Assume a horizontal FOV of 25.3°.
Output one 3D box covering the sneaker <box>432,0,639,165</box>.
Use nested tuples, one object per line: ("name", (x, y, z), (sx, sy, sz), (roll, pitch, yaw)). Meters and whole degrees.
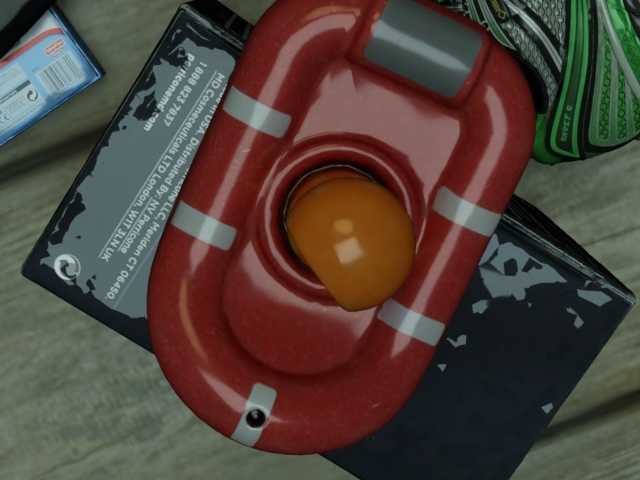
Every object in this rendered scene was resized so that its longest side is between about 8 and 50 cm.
("sneaker", (0.122, -0.202, 0.942), (0.146, 0.134, 0.343), (-29, 101, 5))

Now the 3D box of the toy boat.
("toy boat", (0.009, -0.005, 0.668), (0.151, 0.151, 0.231), (24, 99, -6))

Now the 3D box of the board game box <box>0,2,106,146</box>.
("board game box", (-0.276, -0.157, 0.988), (0.160, 0.039, 0.211), (-34, 100, 5))

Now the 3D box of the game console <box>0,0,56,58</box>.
("game console", (-0.221, -0.359, 0.926), (0.342, 0.060, 0.386), (43, 90, -12))

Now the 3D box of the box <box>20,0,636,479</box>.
("box", (0.000, 0.000, 0.895), (0.294, 0.296, 0.182), (31, 98, -7))
